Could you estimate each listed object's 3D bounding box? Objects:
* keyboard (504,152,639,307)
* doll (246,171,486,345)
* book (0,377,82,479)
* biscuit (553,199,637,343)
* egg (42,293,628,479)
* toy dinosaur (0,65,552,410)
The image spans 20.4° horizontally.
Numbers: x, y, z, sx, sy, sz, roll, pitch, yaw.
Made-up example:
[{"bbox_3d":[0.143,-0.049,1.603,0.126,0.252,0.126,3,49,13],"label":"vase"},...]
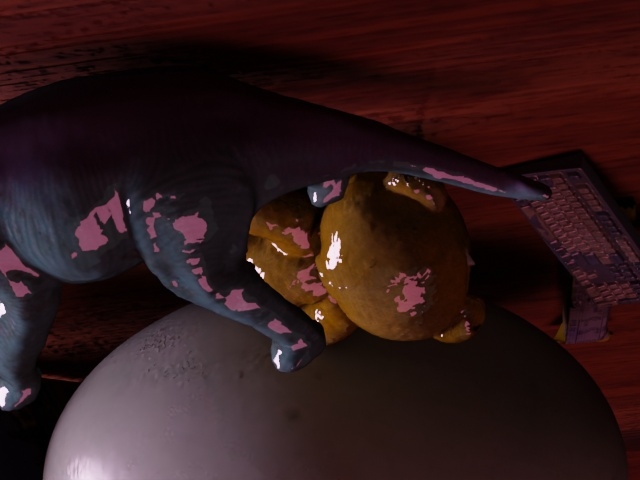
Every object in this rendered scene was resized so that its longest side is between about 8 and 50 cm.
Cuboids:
[{"bbox_3d":[0.165,-0.002,1.088,0.055,0.014,0.176,-8,150,27],"label":"keyboard"},{"bbox_3d":[0.000,0.000,1.038,0.209,0.097,0.137,2,136,35],"label":"doll"},{"bbox_3d":[-0.102,0.201,1.378,0.374,0.262,0.028,12,119,-40],"label":"book"},{"bbox_3d":[0.187,0.033,1.229,0.048,0.026,0.292,-2,161,5],"label":"biscuit"},{"bbox_3d":[0.012,0.159,1.179,0.388,0.276,0.276,0,161,-7],"label":"egg"},{"bbox_3d":[-0.125,-0.053,0.834,0.383,0.129,0.331,-18,143,18],"label":"toy dinosaur"}]
